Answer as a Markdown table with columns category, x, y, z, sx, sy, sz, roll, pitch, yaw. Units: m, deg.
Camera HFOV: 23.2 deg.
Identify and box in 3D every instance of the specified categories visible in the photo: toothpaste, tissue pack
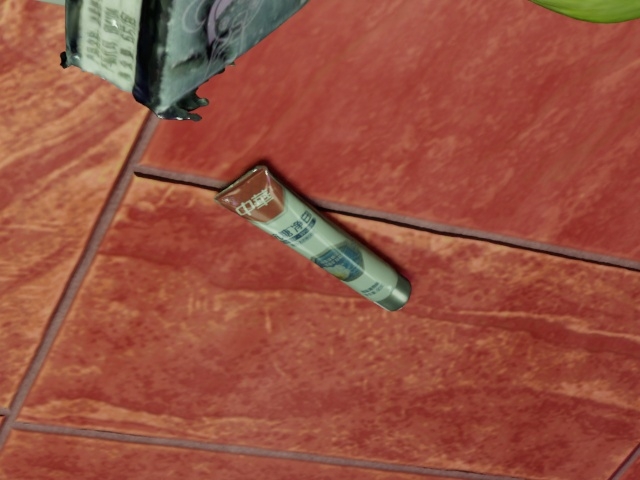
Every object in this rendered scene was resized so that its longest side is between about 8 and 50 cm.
| category | x | y | z | sx | sy | sz | roll | pitch | yaw |
| --- | --- | --- | --- | --- | --- | --- | --- | --- | --- |
| toothpaste | 0.000 | 0.000 | 1.460 | 0.062 | 0.039 | 0.239 | -33 | 133 | 26 |
| tissue pack | -0.047 | -0.287 | 1.005 | 0.122 | 0.259 | 0.361 | 28 | 136 | 18 |

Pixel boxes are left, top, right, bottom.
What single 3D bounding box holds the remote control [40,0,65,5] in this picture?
| category | x | y | z | sx | sy | sz | roll | pitch | yaw |
| --- | --- | --- | --- | --- | --- | --- | --- | --- | --- |
| remote control | -0.211 | -0.214 | 1.185 | 0.261 | 0.029 | 0.067 | 8 | 132 | -22 |

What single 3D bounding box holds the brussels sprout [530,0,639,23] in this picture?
| category | x | y | z | sx | sy | sz | roll | pitch | yaw |
| --- | --- | --- | --- | --- | --- | --- | --- | --- | --- |
| brussels sprout | 0.198 | -0.300 | 1.074 | 0.328 | 0.247 | 0.328 | -14 | 127 | -20 |
